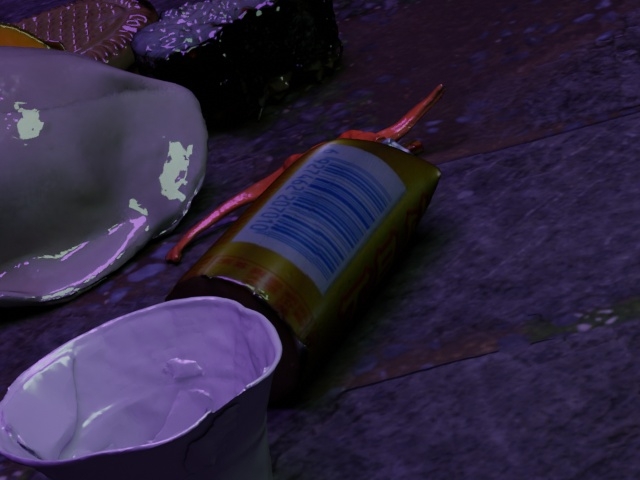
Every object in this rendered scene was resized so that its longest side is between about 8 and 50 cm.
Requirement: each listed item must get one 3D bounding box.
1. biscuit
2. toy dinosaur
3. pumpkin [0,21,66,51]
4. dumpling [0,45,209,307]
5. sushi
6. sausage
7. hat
[{"bbox_3d":[-0.287,-0.185,2.080,0.259,0.079,0.259,-15,26,7],"label":"biscuit"},{"bbox_3d":[-0.006,-0.052,1.671,0.280,0.055,0.101,-28,18,-14],"label":"toy dinosaur"},{"bbox_3d":[-0.323,-0.065,1.876,0.163,0.111,0.278,26,59,1],"label":"pumpkin"},{"bbox_3d":[-0.284,-0.049,1.722,0.181,0.341,0.260,136,143,-55],"label":"dumpling"},{"bbox_3d":[-0.072,-0.187,1.905,0.212,0.115,0.147,-30,25,-20],"label":"sushi"},{"bbox_3d":[-0.001,0.001,1.496,0.125,0.117,0.317,-28,13,39],"label":"sausage"},{"bbox_3d":[-0.104,0.137,1.277,0.203,0.126,0.203,-15,26,8],"label":"hat"}]
